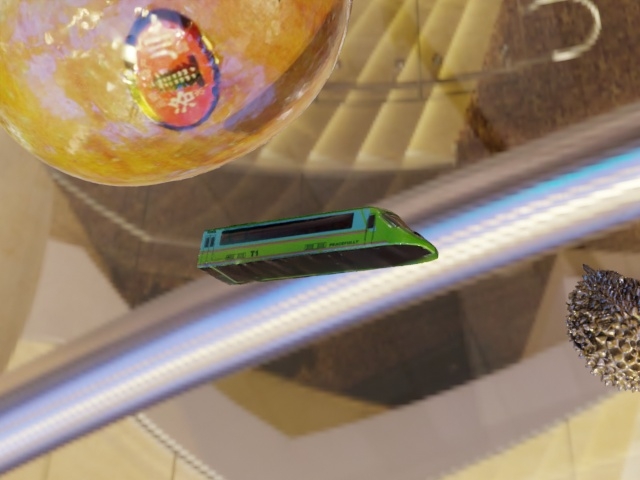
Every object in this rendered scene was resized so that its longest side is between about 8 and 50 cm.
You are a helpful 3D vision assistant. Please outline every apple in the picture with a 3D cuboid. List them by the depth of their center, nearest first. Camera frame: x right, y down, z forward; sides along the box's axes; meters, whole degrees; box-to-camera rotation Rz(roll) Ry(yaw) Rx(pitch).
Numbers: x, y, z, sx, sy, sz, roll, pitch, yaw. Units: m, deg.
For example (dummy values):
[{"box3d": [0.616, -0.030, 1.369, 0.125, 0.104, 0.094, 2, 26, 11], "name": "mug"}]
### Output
[{"box3d": [-0.158, -0.242, 1.329, 0.400, 0.400, 0.333, -16, 146, 17], "name": "apple"}]

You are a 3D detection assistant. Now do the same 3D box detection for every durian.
[{"box3d": [0.242, 0.071, 1.171, 0.071, 0.140, 0.110, -12, 138, -33], "name": "durian"}]

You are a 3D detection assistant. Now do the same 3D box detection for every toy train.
[{"box3d": [0.000, 0.000, 1.100, 0.209, 0.042, 0.044, -7, 155, 35], "name": "toy train"}]
